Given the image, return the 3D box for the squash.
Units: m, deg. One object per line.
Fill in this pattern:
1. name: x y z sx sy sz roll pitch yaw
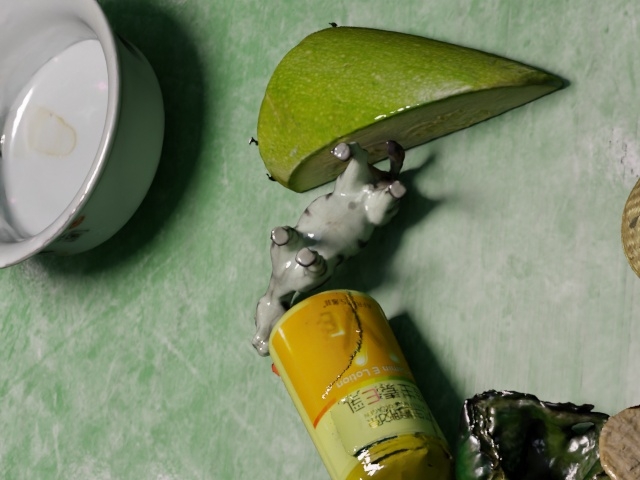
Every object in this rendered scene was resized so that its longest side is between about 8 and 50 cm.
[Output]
1. squash: 0.073 -0.117 1.888 0.288 0.111 0.203 22 94 37

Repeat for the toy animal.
1. toy animal: -0.007 0.003 1.878 0.090 0.170 0.255 46 103 8

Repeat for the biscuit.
1. biscuit: 0.303 0.188 1.643 0.120 0.120 0.015 46 149 35

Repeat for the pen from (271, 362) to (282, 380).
1. pen: 0.030 0.188 1.892 0.239 0.028 0.028 40 103 37

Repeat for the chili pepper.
1. chili pepper: 0.225 0.246 1.687 0.264 0.116 0.148 49 131 32

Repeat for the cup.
1. cup: -0.308 -0.122 2.142 0.347 0.163 0.347 -10 74 35

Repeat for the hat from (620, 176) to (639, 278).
1. hat: 0.323 -0.023 1.697 0.146 0.067 0.146 -10 73 35

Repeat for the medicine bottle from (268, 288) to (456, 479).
1. medicine bottle: 0.042 0.164 1.809 0.124 0.124 0.239 -46 47 19
